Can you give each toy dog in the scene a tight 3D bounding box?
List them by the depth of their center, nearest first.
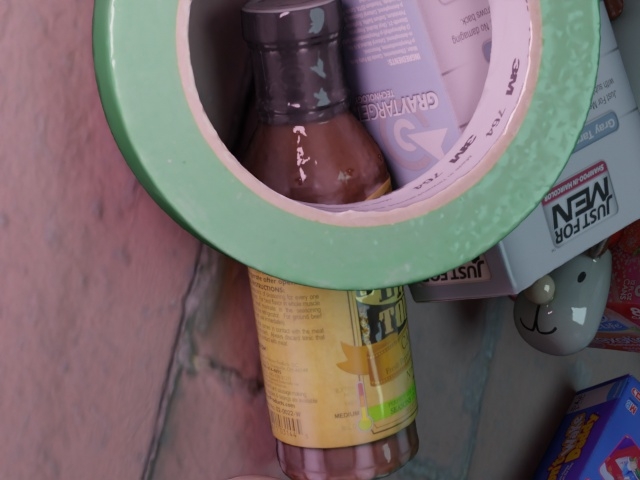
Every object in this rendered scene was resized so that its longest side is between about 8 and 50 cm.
[{"bbox_3d":[0.229,-0.088,1.578,0.161,0.220,0.334,38,46,-51],"label":"toy dog"}]

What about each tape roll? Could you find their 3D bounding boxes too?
[{"bbox_3d":[0.018,-0.130,1.227,0.321,0.077,0.321,-1,95,-15],"label":"tape roll"}]

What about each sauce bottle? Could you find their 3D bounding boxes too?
[{"bbox_3d":[0.000,0.000,1.347,0.111,0.111,0.344,-30,118,-49],"label":"sauce bottle"}]

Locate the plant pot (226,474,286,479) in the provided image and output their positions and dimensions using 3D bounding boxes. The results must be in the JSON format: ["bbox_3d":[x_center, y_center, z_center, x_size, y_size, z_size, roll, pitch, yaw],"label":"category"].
[{"bbox_3d":[0.011,0.318,1.331,0.284,0.191,0.284,-10,103,-53],"label":"plant pot"}]

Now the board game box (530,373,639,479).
[{"bbox_3d":[0.326,0.325,1.743,0.347,0.078,0.233,45,54,-14],"label":"board game box"}]

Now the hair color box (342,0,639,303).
[{"bbox_3d":[0.102,-0.162,1.379,0.185,0.113,0.374,-28,102,-38],"label":"hair color box"}]

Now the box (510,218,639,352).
[{"bbox_3d":[0.294,-0.059,1.718,0.142,0.154,0.300,37,65,-50],"label":"box"}]
